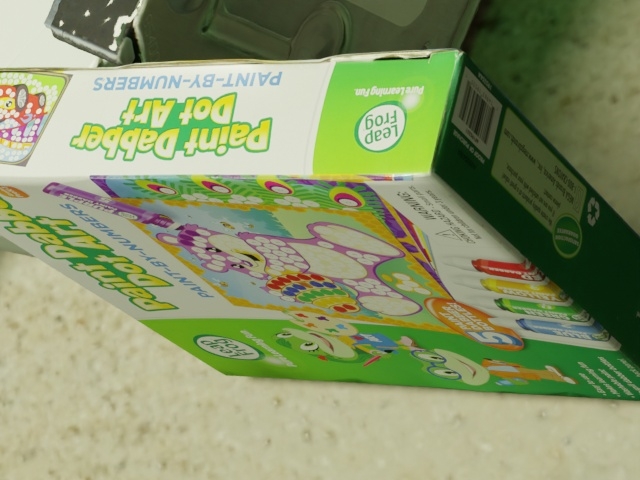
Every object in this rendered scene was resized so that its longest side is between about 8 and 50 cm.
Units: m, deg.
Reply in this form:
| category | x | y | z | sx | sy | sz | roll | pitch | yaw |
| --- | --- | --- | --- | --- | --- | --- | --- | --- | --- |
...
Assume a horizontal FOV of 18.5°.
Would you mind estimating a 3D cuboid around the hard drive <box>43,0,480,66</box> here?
| category | x | y | z | sx | sy | sz | roll | pitch | yaw |
| --- | --- | --- | --- | --- | --- | --- | --- | --- | --- |
| hard drive | 0.027 | -0.214 | 0.856 | 0.064 | 0.237 | 0.339 | 27 | 95 | 33 |

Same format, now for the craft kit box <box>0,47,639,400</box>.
| category | x | y | z | sx | sy | sz | roll | pitch | yaw |
| --- | --- | --- | --- | --- | --- | --- | --- | --- | --- |
| craft kit box | 0.000 | 0.000 | 0.825 | 0.247 | 0.250 | 0.061 | 4 | 69 | 34 |

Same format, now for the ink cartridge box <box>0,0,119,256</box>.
| category | x | y | z | sx | sy | sz | roll | pitch | yaw |
| --- | --- | --- | --- | --- | --- | --- | --- | --- | --- |
| ink cartridge box | -0.102 | -0.055 | 0.946 | 0.127 | 0.175 | 0.072 | -43 | 62 | 19 |
